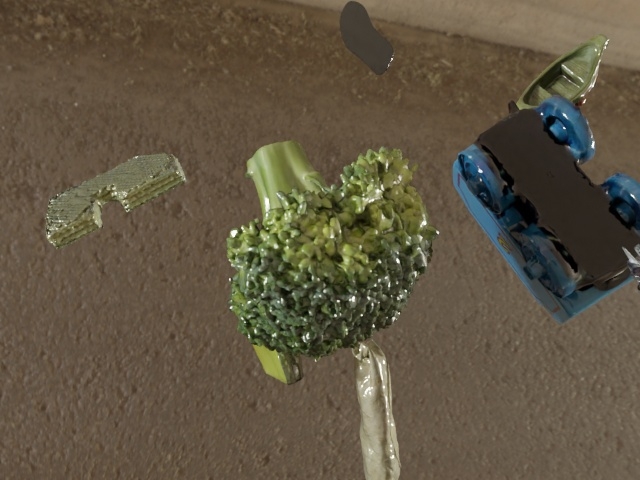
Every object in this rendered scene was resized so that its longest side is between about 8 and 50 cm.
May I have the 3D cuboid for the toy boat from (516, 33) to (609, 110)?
[{"bbox_3d":[0.391,-0.252,0.978,0.185,0.071,0.089,-42,60,5],"label":"toy boat"}]

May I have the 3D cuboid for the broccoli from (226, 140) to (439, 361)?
[{"bbox_3d":[0.018,0.009,0.695,0.236,0.288,0.259,4,74,0],"label":"broccoli"}]

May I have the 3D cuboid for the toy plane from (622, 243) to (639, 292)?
[{"bbox_3d":[0.318,0.039,0.570,0.078,0.031,0.083,48,11,-35],"label":"toy plane"}]

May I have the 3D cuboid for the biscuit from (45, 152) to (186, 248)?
[{"bbox_3d":[-0.357,-0.082,1.042,0.250,0.046,0.147,-27,34,-4],"label":"biscuit"}]

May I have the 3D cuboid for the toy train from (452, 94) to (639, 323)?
[{"bbox_3d":[0.328,-0.049,0.880,0.188,0.265,0.300,-33,71,3],"label":"toy train"}]

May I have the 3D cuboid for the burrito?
[{"bbox_3d":[0.089,0.285,0.945,0.059,0.274,0.082,-5,8,8],"label":"burrito"}]

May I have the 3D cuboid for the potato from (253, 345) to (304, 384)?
[{"bbox_3d":[-0.070,0.163,0.965,0.054,0.119,0.198,-15,16,-21],"label":"potato"}]

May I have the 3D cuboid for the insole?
[{"bbox_3d":[0.054,-0.250,0.738,0.002,0.053,0.152,9,35,-32],"label":"insole"}]
